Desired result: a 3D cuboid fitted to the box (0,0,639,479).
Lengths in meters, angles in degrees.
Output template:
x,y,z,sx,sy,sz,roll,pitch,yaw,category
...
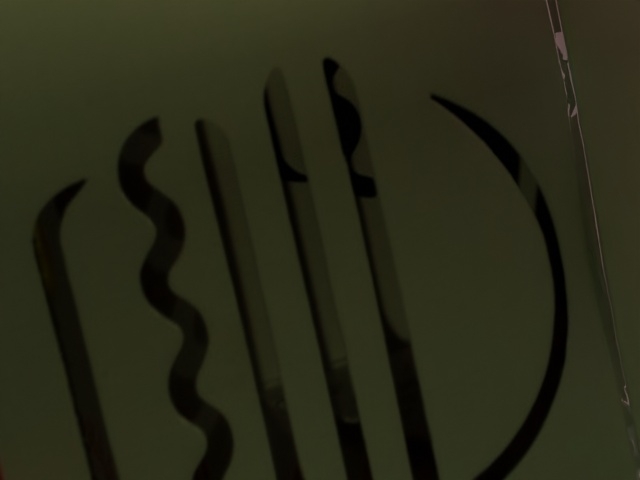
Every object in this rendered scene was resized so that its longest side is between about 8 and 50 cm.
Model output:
x,y,z,sx,sy,sz,roll,pitch,yaw,category
-0.021,0.008,0.663,0.312,0.300,0.314,-168,64,-69,box
